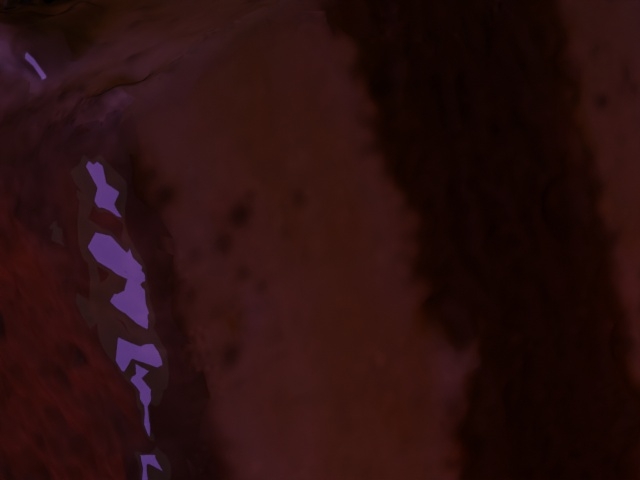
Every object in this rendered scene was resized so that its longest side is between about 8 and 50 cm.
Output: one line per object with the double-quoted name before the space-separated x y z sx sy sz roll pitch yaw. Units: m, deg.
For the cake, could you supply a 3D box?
"cake" 0.000 0.000 0.593 0.255 0.290 0.282 5 116 50
